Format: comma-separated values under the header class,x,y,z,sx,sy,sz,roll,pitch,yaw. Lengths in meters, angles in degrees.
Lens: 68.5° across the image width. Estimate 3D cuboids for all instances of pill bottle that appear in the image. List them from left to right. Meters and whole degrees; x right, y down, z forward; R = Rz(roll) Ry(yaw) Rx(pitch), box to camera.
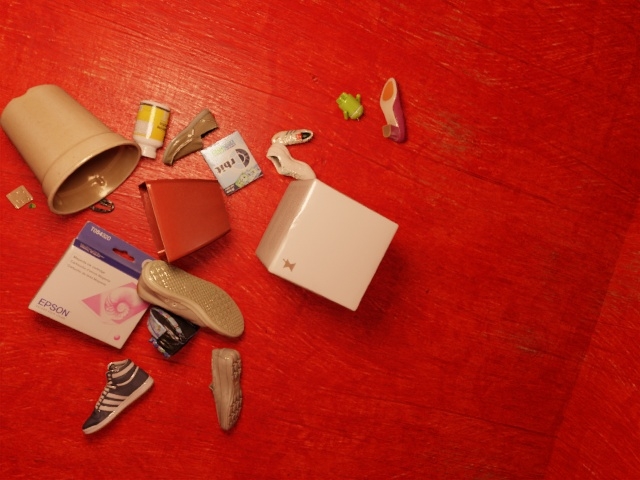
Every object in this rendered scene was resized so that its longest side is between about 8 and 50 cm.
class,x,y,z,sx,sy,sz,roll,pitch,yaw
pill bottle,-0.586,-0.380,1.618,0.103,0.103,0.184,13,93,-15

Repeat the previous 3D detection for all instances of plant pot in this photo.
class,x,y,z,sx,sy,sz,roll,pitch,yaw
plant pot,-0.803,-0.302,1.479,0.334,0.334,0.305,-43,91,-6
plant pot,-0.460,-0.092,1.616,0.236,0.267,0.267,-18,100,-24

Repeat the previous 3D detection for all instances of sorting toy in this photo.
class,x,y,z,sx,sy,sz,roll,pitch,yaw
sorting toy,-1.004,-0.135,1.586,0.062,0.012,0.083,-38,100,-13

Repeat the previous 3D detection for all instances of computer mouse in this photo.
class,x,y,z,sx,sy,sz,roll,pitch,yaw
computer mouse,-0.831,-0.162,1.619,0.242,0.041,0.071,31,67,-20

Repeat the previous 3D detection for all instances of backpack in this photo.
class,x,y,z,sx,sy,sz,roll,pitch,yaw
backpack,-0.547,0.313,1.682,0.173,0.158,0.117,43,103,-1

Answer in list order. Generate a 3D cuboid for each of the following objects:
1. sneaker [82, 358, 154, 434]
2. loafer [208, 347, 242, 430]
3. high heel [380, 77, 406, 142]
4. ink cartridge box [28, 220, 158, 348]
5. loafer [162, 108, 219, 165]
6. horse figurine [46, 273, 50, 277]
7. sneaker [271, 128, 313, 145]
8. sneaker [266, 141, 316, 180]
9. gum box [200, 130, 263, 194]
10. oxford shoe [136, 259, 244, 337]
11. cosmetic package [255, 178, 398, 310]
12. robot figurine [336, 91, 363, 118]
class,x,y,z,sx,sy,sz,roll,pitch,yaw
sneaker,-0.757,0.544,1.676,0.282,0.099,0.153,-39,109,-14
loafer,-0.365,0.561,1.787,0.112,0.112,0.319,5,97,21
high heel,0.302,-0.511,1.856,0.117,0.082,0.243,4,82,-43
ink cartridge box,-0.736,0.155,1.600,0.324,0.071,0.330,36,80,-29
loafer,-0.456,-0.352,1.659,0.087,0.094,0.251,42,85,-10
horse figurine,-0.822,0.172,1.638,0.175,0.066,0.263,-27,102,-9
sneaker,-0.102,-0.387,1.754,0.162,0.075,0.057,-12,99,-13
sneaker,-0.114,-0.265,1.745,0.212,0.080,0.094,38,46,-13
gum box,-0.325,-0.283,1.727,0.157,0.041,0.184,-32,103,-9
oxford shoe,-0.460,0.222,1.684,0.130,0.169,0.449,-33,128,27
cosmetic package,0.000,0.000,1.658,0.328,0.394,0.329,27,90,-15
robot figurine,0.116,-0.512,1.800,0.115,0.067,0.101,40,73,-15
